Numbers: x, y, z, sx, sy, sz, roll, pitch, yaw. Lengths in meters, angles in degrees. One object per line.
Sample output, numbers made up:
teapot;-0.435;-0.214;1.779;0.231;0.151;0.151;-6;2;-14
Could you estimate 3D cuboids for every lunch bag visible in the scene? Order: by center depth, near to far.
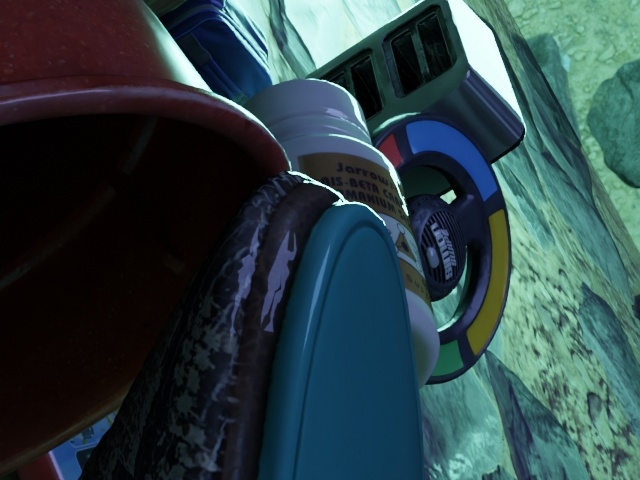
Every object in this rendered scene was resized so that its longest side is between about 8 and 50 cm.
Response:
lunch bag;-0.080;-0.139;1.122;0.098;0.067;0.065;47;25;-39

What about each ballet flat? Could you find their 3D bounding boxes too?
ballet flat;-0.026;0.217;0.531;0.164;0.182;0.483;-44;125;-59

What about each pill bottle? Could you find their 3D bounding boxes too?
pill bottle;0.000;0.000;1.038;0.131;0.131;0.229;42;27;-43

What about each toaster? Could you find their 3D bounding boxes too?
toaster;0.086;-0.120;1.368;0.110;0.168;0.186;41;27;-39

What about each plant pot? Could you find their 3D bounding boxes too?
plant pot;-0.190;-0.065;0.503;0.265;0.272;0.272;59;18;21

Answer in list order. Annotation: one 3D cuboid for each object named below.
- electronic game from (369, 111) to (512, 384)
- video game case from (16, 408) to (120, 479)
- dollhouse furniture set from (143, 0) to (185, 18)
electronic game;0.090;0.006;1.246;0.229;0.048;0.229;3;86;-48
video game case;-0.130;0.029;0.794;0.285;0.025;0.204;65;20;10
dollhouse furniture set;-0.174;-0.300;0.826;0.362;0.256;0.394;59;20;-7
